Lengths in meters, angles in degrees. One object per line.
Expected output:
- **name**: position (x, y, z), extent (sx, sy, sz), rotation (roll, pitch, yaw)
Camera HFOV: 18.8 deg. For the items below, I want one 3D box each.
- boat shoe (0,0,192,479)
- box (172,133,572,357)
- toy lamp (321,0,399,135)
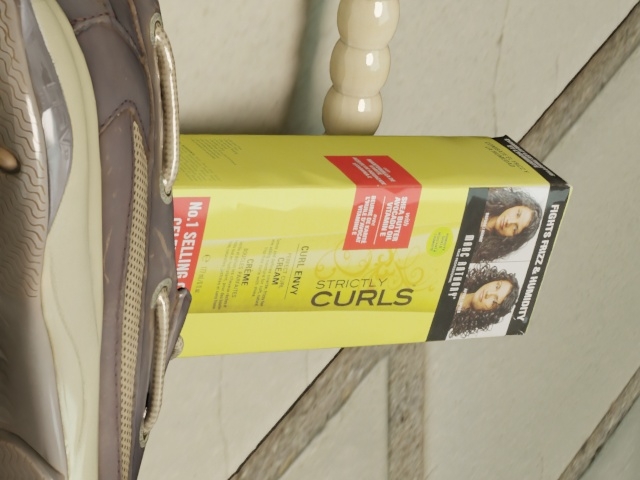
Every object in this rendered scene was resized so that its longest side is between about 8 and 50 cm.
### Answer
- **boat shoe**: position (-0.102, 0.046, 0.725), extent (0.130, 0.132, 0.355), rotation (-37, 145, -47)
- **box**: position (0.000, 0.000, 0.867), extent (0.232, 0.058, 0.087), rotation (0, 117, -34)
- **toy lamp**: position (0.018, -0.089, 0.915), extent (0.080, 0.080, 0.274), rotation (-35, 140, -49)
